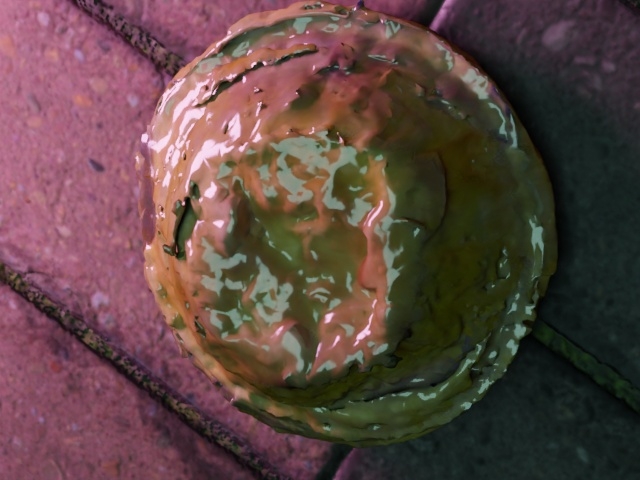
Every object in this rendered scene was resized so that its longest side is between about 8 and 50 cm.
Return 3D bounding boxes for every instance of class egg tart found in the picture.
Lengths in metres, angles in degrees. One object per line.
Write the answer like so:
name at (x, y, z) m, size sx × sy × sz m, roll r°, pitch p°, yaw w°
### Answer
egg tart at (0.000, 0.000, 1.352) m, size 0.352 × 0.150 × 0.352 m, roll 5°, pitch 106°, yaw 19°
